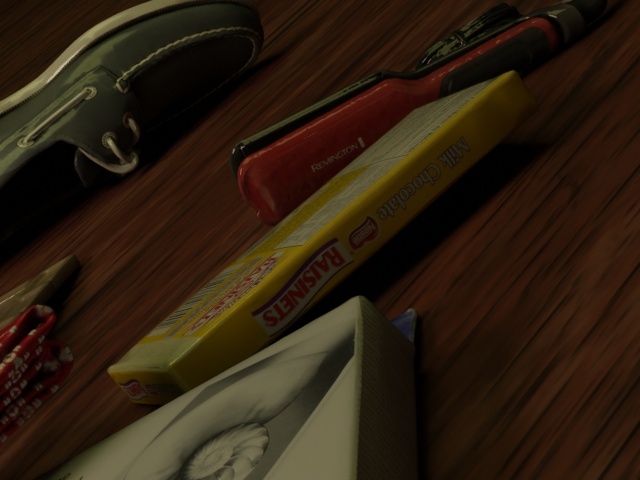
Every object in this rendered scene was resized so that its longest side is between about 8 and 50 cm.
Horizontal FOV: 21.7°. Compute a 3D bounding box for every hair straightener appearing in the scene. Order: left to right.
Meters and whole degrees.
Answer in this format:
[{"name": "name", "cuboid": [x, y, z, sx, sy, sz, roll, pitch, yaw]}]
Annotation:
[{"name": "hair straightener", "cuboid": [0.053, -0.089, 0.869, 0.230, 0.047, 0.089, -34, 18, -2]}]

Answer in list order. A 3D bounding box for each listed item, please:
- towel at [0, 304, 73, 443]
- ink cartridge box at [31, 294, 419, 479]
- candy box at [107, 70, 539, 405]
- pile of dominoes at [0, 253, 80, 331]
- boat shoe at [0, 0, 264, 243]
[{"name": "towel", "cuboid": [-0.206, 0.151, 0.624, 0.275, 0.031, 0.199, -54, 13, -31]}, {"name": "ink cartridge box", "cuboid": [-0.068, 0.105, 0.579, 0.223, 0.045, 0.224, -30, 18, 13]}, {"name": "candy box", "cuboid": [0.000, 0.000, 0.746, 0.206, 0.027, 0.105, -40, 12, -19]}, {"name": "pile of dominoes", "cuboid": [-0.235, 0.102, 0.935, 0.196, 0.040, 0.251, -30, 10, 14]}, {"name": "boat shoe", "cuboid": [-0.167, -0.065, 1.170, 0.319, 0.116, 0.099, -30, 60, -8]}]
